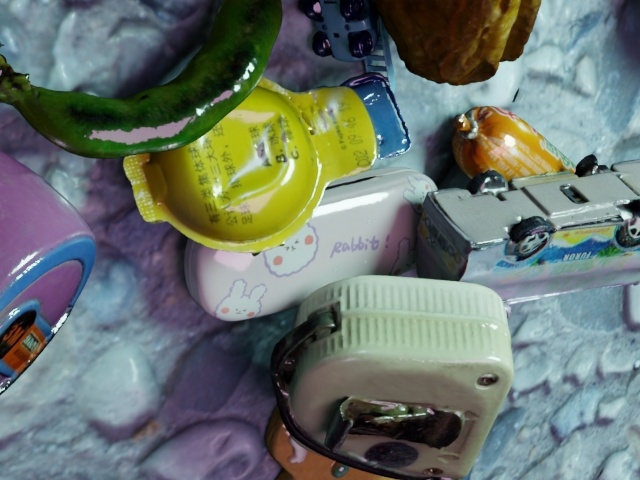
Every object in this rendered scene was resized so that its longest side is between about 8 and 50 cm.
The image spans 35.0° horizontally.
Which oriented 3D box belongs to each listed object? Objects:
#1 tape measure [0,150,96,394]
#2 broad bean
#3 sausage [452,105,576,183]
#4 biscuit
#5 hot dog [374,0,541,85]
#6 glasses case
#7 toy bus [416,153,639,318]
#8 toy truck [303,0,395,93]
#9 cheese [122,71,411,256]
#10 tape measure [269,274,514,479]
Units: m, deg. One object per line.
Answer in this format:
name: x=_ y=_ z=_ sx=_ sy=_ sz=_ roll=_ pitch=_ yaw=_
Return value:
tape measure: x=-0.289 y=0.047 z=0.757 sx=0.245 sy=0.149 sz=0.231 roll=-51 pitch=174 yaw=-16
broad bean: x=-0.132 y=-0.151 z=0.862 sx=0.292 sy=0.049 sz=0.144 roll=-26 pitch=89 yaw=-23
sausage: x=0.247 y=-0.069 z=1.174 sx=0.312 sy=0.093 sz=0.093 roll=32 pitch=89 yaw=-40
biscuit: x=0.084 y=0.234 z=1.216 sx=0.339 sy=0.047 sz=0.216 roll=-11 pitch=117 yaw=-32
hot dog: x=0.091 y=-0.314 z=0.866 sx=0.174 sy=0.267 sz=0.387 roll=-20 pitch=126 yaw=15
glasses case: x=0.000 y=0.000 z=1.034 sx=0.297 sy=0.075 sz=0.113 roll=-16 pitch=118 yaw=-31
toy bus: x=0.248 y=-0.005 z=1.091 sx=0.317 sy=0.112 sz=0.138 roll=-8 pitch=132 yaw=-26
toy truck: x=0.035 y=-0.193 z=0.990 sx=0.074 sy=0.063 sz=0.136 roll=-43 pitch=133 yaw=-41
cheese: x=-0.044 y=-0.084 z=0.932 sx=0.270 sy=0.069 sz=0.177 roll=-19 pitch=83 yaw=-18
tape measure: x=0.061 y=0.162 z=1.036 sx=0.231 sy=0.133 sz=0.271 roll=3 pitch=142 yaw=-4
